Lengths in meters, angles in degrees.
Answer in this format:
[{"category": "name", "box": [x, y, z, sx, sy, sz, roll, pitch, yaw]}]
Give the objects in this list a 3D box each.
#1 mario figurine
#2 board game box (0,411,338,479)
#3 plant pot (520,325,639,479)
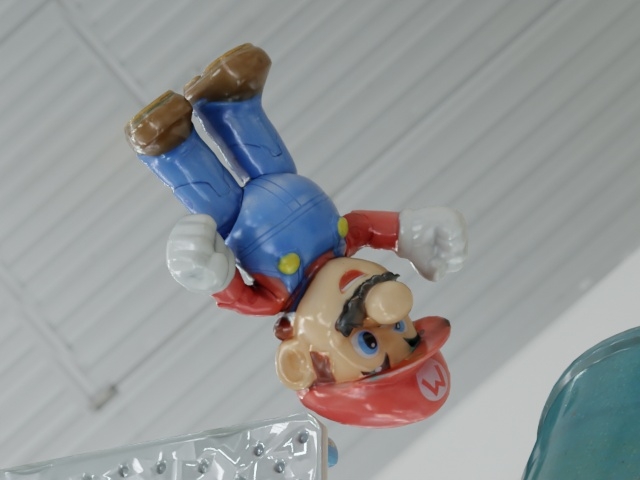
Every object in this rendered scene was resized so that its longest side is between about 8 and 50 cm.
[{"category": "mario figurine", "box": [0.000, 0.000, 1.475, 0.320, 0.198, 0.170, 53, -176, -3]}, {"category": "board game box", "box": [-0.158, 0.361, 1.580, 0.050, 0.390, 0.390, 37, -133, -53]}, {"category": "plant pot", "box": [0.173, 0.216, 0.844, 0.271, 0.255, 0.272, 21, 140, 18]}]
